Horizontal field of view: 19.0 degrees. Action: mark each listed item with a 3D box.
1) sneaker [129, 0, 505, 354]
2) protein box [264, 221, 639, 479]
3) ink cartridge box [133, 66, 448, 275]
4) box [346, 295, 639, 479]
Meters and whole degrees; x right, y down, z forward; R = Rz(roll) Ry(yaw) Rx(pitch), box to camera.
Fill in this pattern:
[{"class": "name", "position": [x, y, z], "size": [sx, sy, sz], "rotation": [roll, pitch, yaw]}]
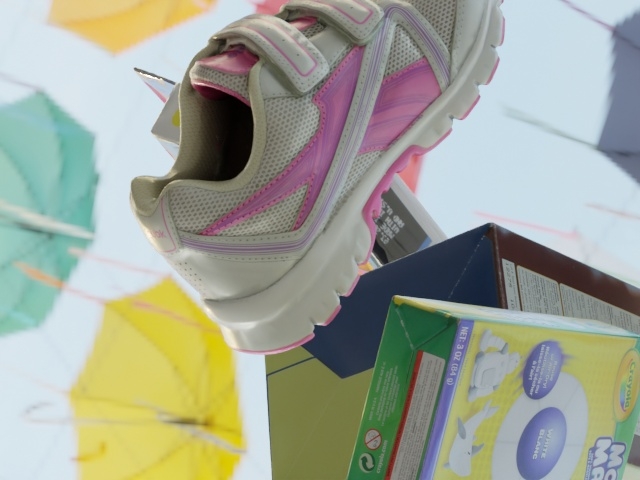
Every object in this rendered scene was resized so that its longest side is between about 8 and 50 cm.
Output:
[{"class": "sneaker", "position": [-0.002, -0.074, 0.934], "size": [0.103, 0.111, 0.252], "rotation": [6, -118, 53]}, {"class": "protein box", "position": [0.103, 0.104, 1.259], "size": [0.200, 0.201, 0.136], "rotation": [-23, -121, 36]}, {"class": "ink cartridge box", "position": [0.000, 0.000, 1.555], "size": [0.307, 0.303, 0.072], "rotation": [17, -114, 49]}, {"class": "box", "position": [0.089, 0.085, 0.854], "size": [0.043, 0.179, 0.105], "rotation": [18, -83, 39]}]
